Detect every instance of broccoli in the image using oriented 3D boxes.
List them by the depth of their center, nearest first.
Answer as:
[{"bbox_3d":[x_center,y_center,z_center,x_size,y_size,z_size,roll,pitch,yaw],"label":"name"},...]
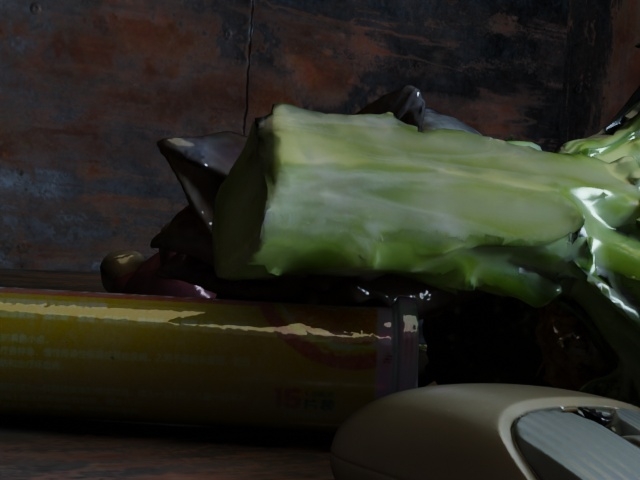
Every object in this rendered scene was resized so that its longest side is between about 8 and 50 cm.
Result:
[{"bbox_3d":[0.129,0.012,0.892,0.361,0.252,0.221,-15,-11,-20],"label":"broccoli"}]

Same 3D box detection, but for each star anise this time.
[{"bbox_3d":[0.002,0.001,1.168,0.292,0.109,0.349,-12,-35,29],"label":"star anise"}]

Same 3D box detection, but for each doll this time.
[{"bbox_3d":[-0.077,0.054,1.558,0.256,0.152,0.196,8,12,-34],"label":"doll"}]

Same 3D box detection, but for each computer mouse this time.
[{"bbox_3d":[0.109,0.119,0.829,0.145,0.082,0.236,4,0,-36],"label":"computer mouse"}]

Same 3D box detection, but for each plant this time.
[{"bbox_3d":[0.177,0.060,1.362,0.178,0.204,0.234,1,9,6],"label":"plant"}]

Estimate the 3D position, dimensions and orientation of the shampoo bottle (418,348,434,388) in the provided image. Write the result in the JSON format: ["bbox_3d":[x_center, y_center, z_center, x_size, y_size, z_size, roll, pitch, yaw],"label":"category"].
[{"bbox_3d":[0.060,0.120,1.434,0.080,0.040,0.165,6,1,14],"label":"shampoo bottle"}]

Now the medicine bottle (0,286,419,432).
[{"bbox_3d":[-0.146,0.082,1.108,0.426,0.108,0.108,3,1,-1],"label":"medicine bottle"}]

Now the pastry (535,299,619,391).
[{"bbox_3d":[0.285,0.048,1.121,0.275,0.274,0.193,5,-15,15],"label":"pastry"}]

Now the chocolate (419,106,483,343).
[{"bbox_3d":[0.125,0.021,1.785,0.303,0.303,0.213,4,19,-21],"label":"chocolate"}]

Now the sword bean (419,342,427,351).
[{"bbox_3d":[0.053,0.116,1.687,0.269,0.038,0.043,5,27,26],"label":"sword bean"}]
